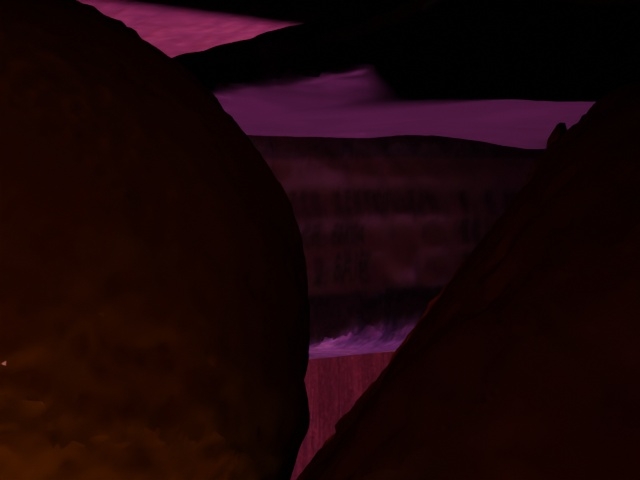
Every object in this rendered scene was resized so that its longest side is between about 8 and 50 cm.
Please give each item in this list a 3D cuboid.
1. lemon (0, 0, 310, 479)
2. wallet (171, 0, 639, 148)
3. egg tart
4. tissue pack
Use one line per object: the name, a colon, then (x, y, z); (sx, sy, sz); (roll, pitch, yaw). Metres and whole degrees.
lemon: (-0.098, 0.020, 0.409); (0.180, 0.180, 0.193); (-3, 138, 50)
wallet: (0.118, -0.055, 0.459); (0.247, 0.041, 0.323); (0, 172, -45)
egg tart: (0.070, 0.060, 0.404); (0.128, 0.319, 0.319); (38, -178, 5)
tissue pack: (0.000, 0.000, 0.922); (0.288, 0.124, 0.394); (0, 180, 42)
